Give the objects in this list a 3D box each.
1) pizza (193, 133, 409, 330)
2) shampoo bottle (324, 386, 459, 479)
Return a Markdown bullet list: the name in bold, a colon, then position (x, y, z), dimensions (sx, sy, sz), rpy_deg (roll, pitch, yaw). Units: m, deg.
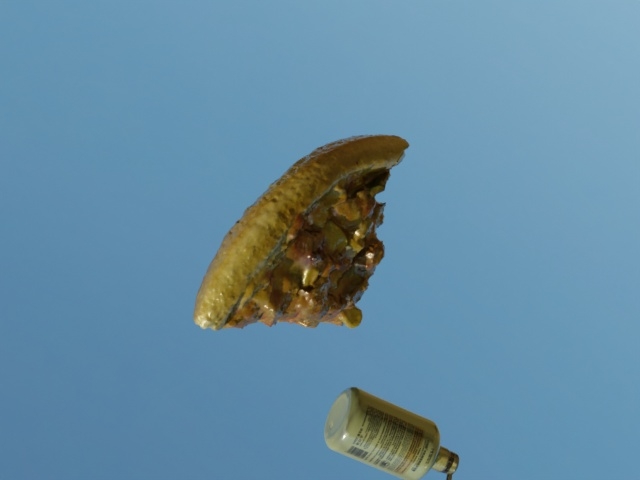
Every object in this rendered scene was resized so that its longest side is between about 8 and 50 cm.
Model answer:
- **pizza**: position (-0.020, -0.013, 1.493), dimensions (0.268, 0.258, 0.087), rpy_deg (3, -165, -46)
- **shampoo bottle**: position (0.089, 0.232, 1.446), dimensions (0.162, 0.079, 0.079), rpy_deg (25, -142, -16)
